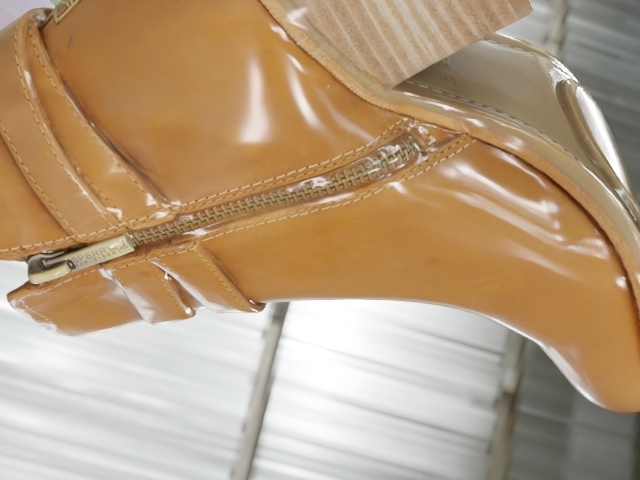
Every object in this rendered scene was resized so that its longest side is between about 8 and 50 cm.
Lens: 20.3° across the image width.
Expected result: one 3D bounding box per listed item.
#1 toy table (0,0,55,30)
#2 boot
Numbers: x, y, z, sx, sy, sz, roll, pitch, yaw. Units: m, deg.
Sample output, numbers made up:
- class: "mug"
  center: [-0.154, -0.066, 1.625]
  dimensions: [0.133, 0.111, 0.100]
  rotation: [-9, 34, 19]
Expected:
- class: "toy table"
  center: [-0.146, -0.099, 1.263]
  dimensions: [0.161, 0.252, 0.274]
  rotation: [-45, 147, -34]
- class: "boot"
  center: [0.000, 0.000, 0.659]
  dimensions: [0.220, 0.283, 0.109]
  rotation: [-26, -137, 13]
